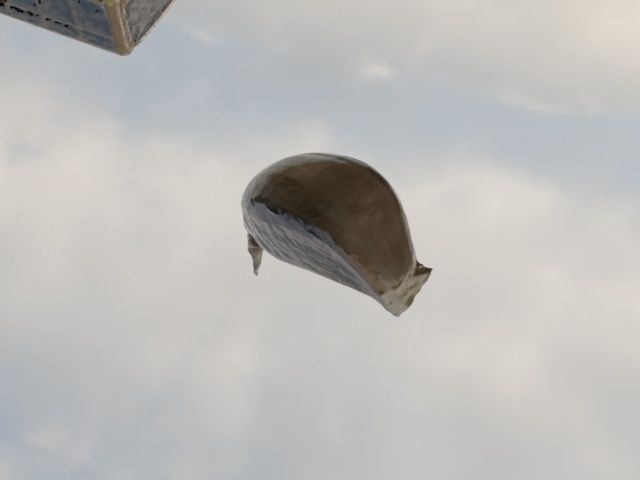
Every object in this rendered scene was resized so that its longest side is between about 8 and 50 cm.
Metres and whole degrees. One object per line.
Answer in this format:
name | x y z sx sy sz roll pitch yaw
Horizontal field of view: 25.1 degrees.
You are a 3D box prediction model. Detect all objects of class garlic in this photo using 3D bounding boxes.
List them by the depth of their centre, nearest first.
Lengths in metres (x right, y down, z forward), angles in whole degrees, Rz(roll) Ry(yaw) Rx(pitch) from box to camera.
garlic | -0.009 -0.008 1.177 0.198 0.129 0.090 7 -144 42

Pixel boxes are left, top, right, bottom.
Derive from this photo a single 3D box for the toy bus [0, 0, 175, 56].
toy bus | -0.179 -0.192 0.836 0.201 0.114 0.098 20 -123 19
